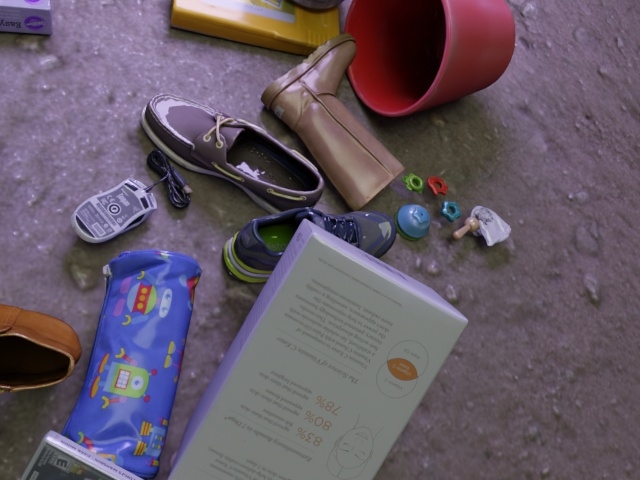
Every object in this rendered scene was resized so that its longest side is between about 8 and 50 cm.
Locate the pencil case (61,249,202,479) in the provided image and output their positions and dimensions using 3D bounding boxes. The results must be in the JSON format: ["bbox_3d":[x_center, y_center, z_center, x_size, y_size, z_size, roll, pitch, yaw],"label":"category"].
[{"bbox_3d":[-0.249,0.155,0.764,0.133,0.119,0.306,14,65,-18],"label":"pencil case"}]

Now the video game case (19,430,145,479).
[{"bbox_3d":[-0.279,0.332,0.666,0.173,0.190,0.022,32,17,-7],"label":"video game case"}]

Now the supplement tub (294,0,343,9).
[{"bbox_3d":[0.028,-0.582,1.003,0.193,0.316,0.194,8,67,-20],"label":"supplement tub"}]

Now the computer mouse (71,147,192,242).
[{"bbox_3d":[-0.294,-0.058,0.878,0.193,0.042,0.106,-38,91,-34],"label":"computer mouse"}]

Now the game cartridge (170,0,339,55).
[{"bbox_3d":[-0.119,-0.506,1.116,0.323,0.053,0.286,5,68,-19],"label":"game cartridge"}]

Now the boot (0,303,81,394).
[{"bbox_3d":[-0.429,0.109,0.653,0.295,0.211,0.104,9,85,-19],"label":"boot"}]

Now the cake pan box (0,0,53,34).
[{"bbox_3d":[-0.568,-0.452,0.912,0.266,0.070,0.246,-4,73,-24],"label":"cake pan box"}]

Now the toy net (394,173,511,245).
[{"bbox_3d":[0.251,-0.049,1.085,0.232,0.045,0.122,11,64,-19],"label":"toy net"}]

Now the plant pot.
[{"bbox_3d":[0.219,-0.380,1.092,0.243,0.275,0.275,-14,75,-35],"label":"plant pot"}]

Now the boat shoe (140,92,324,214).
[{"bbox_3d":[-0.141,-0.149,0.939,0.324,0.097,0.117,33,62,-6],"label":"boat shoe"}]

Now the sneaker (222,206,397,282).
[{"bbox_3d":[0.000,0.000,0.921,0.299,0.121,0.111,-10,74,-24],"label":"sneaker"}]

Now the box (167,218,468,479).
[{"bbox_3d":[-0.010,0.178,0.733,0.215,0.168,0.345,30,95,-8],"label":"box"}]

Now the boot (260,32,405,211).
[{"bbox_3d":[0.055,-0.218,1.054,0.236,0.089,0.269,-42,87,-16],"label":"boot"}]
